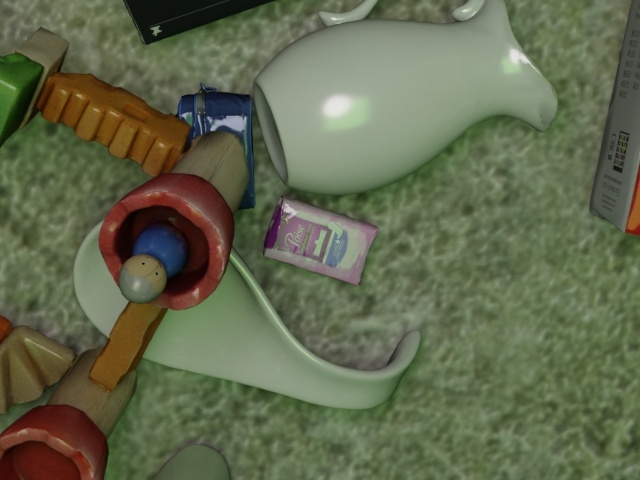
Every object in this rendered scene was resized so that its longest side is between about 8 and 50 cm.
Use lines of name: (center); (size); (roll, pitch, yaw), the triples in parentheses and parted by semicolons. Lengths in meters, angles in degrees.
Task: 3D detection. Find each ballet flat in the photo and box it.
ballet flat: (-0.129, 0.267, 1.304); (0.072, 0.068, 0.213); (25, 98, -7)

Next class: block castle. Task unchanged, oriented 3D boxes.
block castle: (-0.303, -0.018, 1.124); (0.453, 0.213, 0.303); (29, 117, -2)

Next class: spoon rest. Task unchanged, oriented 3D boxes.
spoon rest: (-0.058, 0.061, 1.255); (0.276, 0.084, 0.137); (21, 122, -7)

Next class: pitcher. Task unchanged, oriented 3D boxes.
pitcher: (0.051, -0.134, 1.227); (0.207, 0.125, 0.178); (-18, 80, -10)

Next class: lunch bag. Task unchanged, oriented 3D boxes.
lunch bag: (-0.084, -0.072, 1.248); (0.065, 0.067, 0.098); (-3, 97, -3)

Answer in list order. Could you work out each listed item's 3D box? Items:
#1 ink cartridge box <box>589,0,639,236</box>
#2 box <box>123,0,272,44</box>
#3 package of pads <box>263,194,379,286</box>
ink cartridge box: (0.388, -0.118, 1.229); (0.309, 0.130, 0.272); (9, 98, -4)
box: (-0.036, -0.265, 1.151); (0.261, 0.184, 0.103); (-19, 58, 0)
package of pads: (0.000, 0.000, 1.282); (0.083, 0.032, 0.050); (18, 96, -5)
